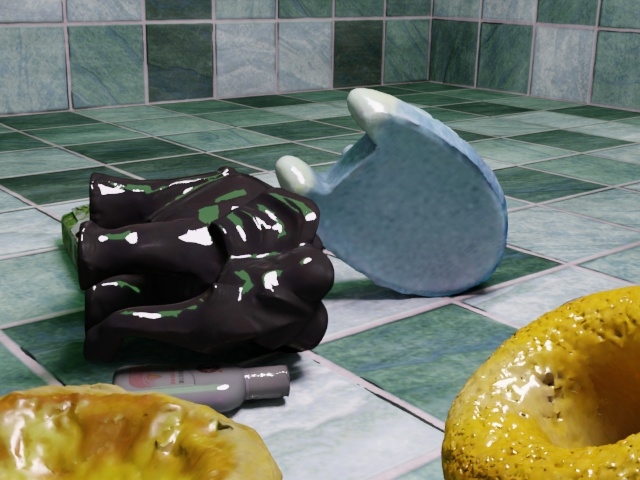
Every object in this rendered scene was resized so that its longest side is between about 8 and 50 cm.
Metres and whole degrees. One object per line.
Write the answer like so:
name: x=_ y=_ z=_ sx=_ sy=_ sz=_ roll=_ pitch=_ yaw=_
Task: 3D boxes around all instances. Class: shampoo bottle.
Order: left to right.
shampoo bottle: x=-0.112 y=0.139 z=0.825 sx=0.165 sy=0.040 sz=0.080 roll=-3 pitch=13 yaw=-10

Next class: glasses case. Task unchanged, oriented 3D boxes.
glasses case: x=-0.293 y=0.009 z=1.203 sx=0.095 sy=0.062 sz=0.272 roll=-6 pitch=18 yaw=-24

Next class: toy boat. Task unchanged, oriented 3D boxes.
toy boat: x=0.100 y=-0.058 z=1.086 sx=0.330 sy=0.215 sz=0.123 roll=32 pitch=24 yaw=-32

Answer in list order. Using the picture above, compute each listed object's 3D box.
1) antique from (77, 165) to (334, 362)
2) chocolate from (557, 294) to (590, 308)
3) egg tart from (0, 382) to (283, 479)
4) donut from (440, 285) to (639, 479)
antique: x=-0.125 y=0.019 z=0.937 sx=0.255 sy=0.185 sz=0.322 roll=4 pitch=24 yaw=-9
chocolate: x=0.296 y=0.123 z=0.804 sx=0.110 sy=0.110 sz=0.248 roll=-3 pitch=14 yaw=-14
egg tart: x=-0.175 y=0.191 z=0.510 sx=0.319 sy=0.128 sz=0.319 roll=0 pitch=15 yaw=0
donut: x=0.197 y=0.125 z=0.567 sx=0.277 sy=0.108 sz=0.277 roll=-31 pitch=14 yaw=9
